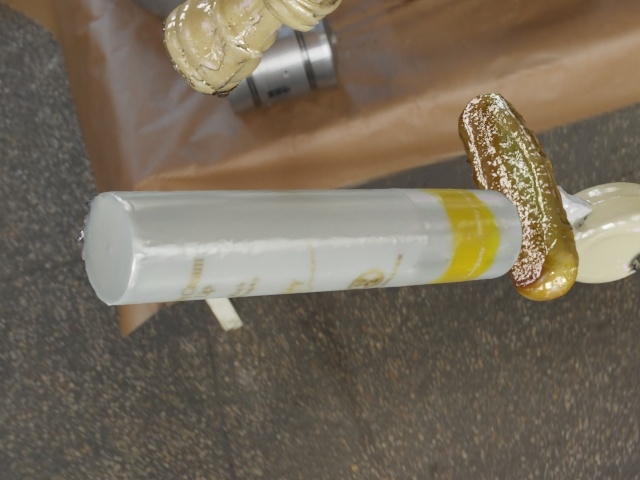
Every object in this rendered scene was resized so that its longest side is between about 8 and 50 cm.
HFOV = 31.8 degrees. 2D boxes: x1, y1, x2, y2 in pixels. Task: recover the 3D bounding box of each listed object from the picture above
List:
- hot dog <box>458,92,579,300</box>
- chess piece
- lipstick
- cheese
[{"bbox_3d":[0.165,-0.039,0.920,0.066,0.047,0.215,-37,43,23],"label":"hot dog"},{"bbox_3d":[-0.014,-0.134,0.592,0.172,0.060,0.060,-24,50,46],"label":"chess piece"},{"bbox_3d":[0.000,0.000,0.624,0.264,0.059,0.059,-3,53,-36],"label":"lipstick"},{"bbox_3d":[0.310,-0.011,1.369,0.249,0.163,0.071,4,56,-31],"label":"cheese"}]
